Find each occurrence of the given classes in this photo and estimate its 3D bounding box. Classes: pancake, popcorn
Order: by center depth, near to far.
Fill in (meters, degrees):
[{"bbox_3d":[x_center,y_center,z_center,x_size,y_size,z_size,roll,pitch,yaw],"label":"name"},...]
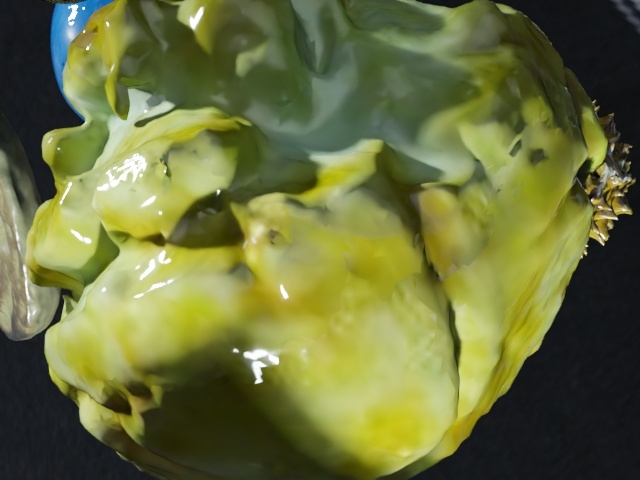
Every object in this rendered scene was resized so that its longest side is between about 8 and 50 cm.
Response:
[{"bbox_3d":[0.000,0.000,0.556,0.221,0.204,0.184,-25,-118,-39],"label":"popcorn"},{"bbox_3d":[-0.329,-0.039,1.437,0.049,0.294,0.294,-24,-110,-27],"label":"pancake"}]

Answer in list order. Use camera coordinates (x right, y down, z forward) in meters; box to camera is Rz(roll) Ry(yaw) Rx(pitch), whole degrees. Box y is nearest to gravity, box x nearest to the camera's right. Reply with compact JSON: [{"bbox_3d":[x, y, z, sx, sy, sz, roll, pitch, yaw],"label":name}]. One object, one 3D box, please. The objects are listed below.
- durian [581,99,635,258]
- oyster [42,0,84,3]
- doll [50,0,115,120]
[{"bbox_3d":[0.152,-0.047,1.145,0.138,0.183,0.249,11,-146,37],"label":"durian"},{"bbox_3d":[-0.117,-0.202,0.806,0.351,0.158,0.162,-14,-110,-21],"label":"oyster"},{"bbox_3d":[-0.081,-0.167,1.150,0.256,0.161,0.215,-8,-114,20],"label":"doll"}]
